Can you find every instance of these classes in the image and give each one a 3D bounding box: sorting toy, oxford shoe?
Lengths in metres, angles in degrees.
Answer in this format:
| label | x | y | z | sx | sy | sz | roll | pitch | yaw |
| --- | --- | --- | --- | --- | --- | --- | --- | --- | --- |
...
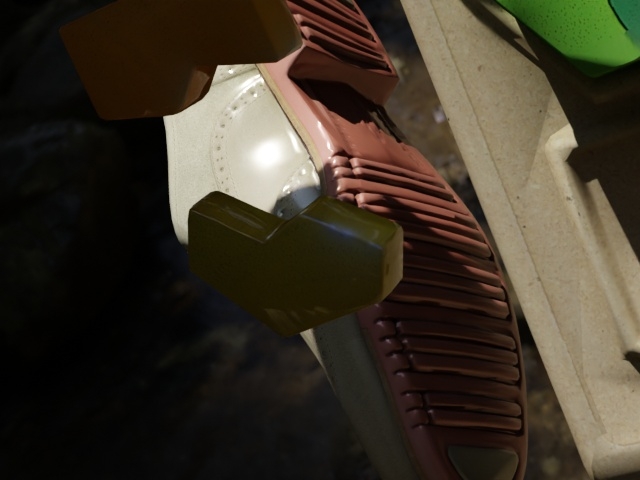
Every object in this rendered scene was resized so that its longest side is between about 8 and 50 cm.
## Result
| label | x | y | z | sx | sy | sz | roll | pitch | yaw |
| --- | --- | --- | --- | --- | --- | --- | --- | --- | --- |
| sorting toy | 0.084 | -0.034 | 0.340 | 0.307 | 0.229 | 0.041 | -19 | 12 | 28 |
| oxford shoe | 0.000 | 0.000 | 0.848 | 0.146 | 0.140 | 0.397 | -38 | 55 | 27 |
